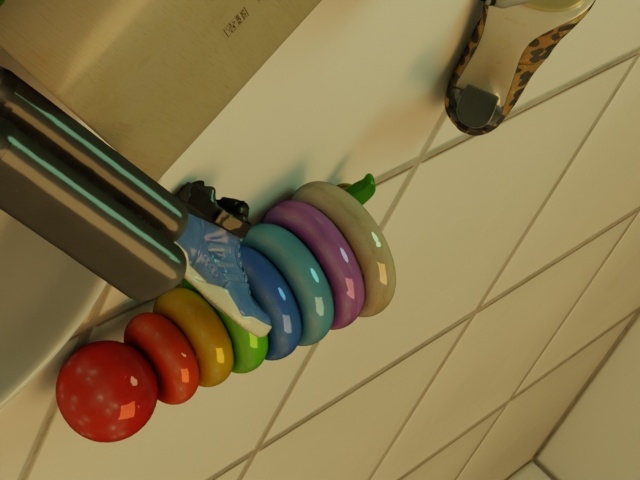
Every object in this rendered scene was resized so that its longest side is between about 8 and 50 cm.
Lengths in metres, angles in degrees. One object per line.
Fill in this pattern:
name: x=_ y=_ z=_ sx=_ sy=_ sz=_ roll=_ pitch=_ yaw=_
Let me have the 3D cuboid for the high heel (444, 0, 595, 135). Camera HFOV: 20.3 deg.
high heel: x=0.204 y=-0.222 z=1.765 sx=0.261 sy=0.093 sz=0.186 roll=-58 pitch=179 yaw=4

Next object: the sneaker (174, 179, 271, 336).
sneaker: x=-0.076 y=0.012 z=1.520 sx=0.084 sy=0.152 sz=0.058 roll=-50 pitch=-153 yaw=-6

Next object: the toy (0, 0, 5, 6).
toy: x=-0.133 y=-0.230 z=0.979 sx=0.237 sy=0.056 sz=0.137 roll=-55 pitch=164 yaw=29

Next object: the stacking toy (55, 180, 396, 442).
stacking toy: x=-0.095 y=0.078 z=1.621 sx=0.330 sy=0.141 sz=0.141 roll=-31 pitch=157 yaw=-25

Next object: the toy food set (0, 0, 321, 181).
toy food set: x=-0.087 y=-0.165 z=1.127 sx=0.220 sy=0.092 sz=0.306 roll=-48 pitch=168 yaw=-2

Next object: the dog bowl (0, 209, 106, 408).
dog bowl: x=-0.257 y=0.027 z=1.158 sx=0.265 sy=0.104 sz=0.265 roll=-42 pitch=161 yaw=-18

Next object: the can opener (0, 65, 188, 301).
can opener: x=-0.198 y=-0.048 z=1.008 sx=0.095 sy=0.076 sz=0.283 roll=-28 pitch=133 yaw=27

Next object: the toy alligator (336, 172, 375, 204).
toy alligator: x=0.000 y=0.000 z=1.783 sx=0.051 sy=0.056 sz=0.190 roll=11 pitch=134 yaw=-19

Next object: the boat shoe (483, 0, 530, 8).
boat shoe: x=0.083 y=-0.265 z=1.336 sx=0.119 sy=0.121 sz=0.335 roll=-18 pitch=157 yaw=9
